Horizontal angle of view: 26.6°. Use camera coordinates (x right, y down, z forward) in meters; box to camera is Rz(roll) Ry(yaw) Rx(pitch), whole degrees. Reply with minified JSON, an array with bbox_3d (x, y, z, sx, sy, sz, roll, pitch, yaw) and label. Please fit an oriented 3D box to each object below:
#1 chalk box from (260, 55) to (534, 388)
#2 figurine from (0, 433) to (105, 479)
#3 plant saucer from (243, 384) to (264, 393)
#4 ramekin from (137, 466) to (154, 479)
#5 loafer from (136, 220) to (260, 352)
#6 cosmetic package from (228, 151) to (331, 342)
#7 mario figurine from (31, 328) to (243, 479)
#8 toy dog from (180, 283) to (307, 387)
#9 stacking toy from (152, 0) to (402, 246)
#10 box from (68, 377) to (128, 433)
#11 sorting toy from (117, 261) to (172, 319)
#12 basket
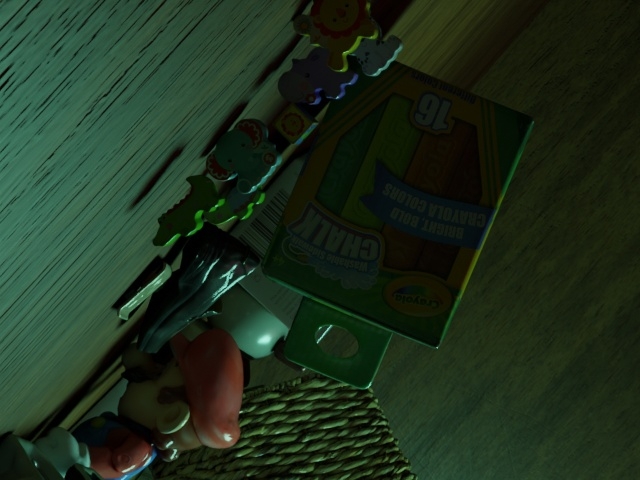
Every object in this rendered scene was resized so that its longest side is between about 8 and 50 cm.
[{"bbox_3d":[0.057,-0.006,1.273,0.179,0.180,0.288,62,50,-87],"label":"chalk box"},{"bbox_3d":[-0.296,0.293,1.230,0.209,0.092,0.215,-44,153,-3],"label":"figurine"},{"bbox_3d":[-0.185,0.252,1.897,0.188,0.045,0.188,-13,175,-22],"label":"plant saucer"},{"bbox_3d":[-0.279,0.388,2.007,0.109,0.207,0.207,-58,176,4],"label":"ramekin"},{"bbox_3d":[-0.118,0.056,1.253,0.170,0.061,0.062,-49,-157,41],"label":"loafer"},{"bbox_3d":[0.000,0.000,1.517,0.151,0.151,0.184,-49,177,16],"label":"cosmetic package"},{"bbox_3d":[-0.226,0.193,1.435,0.320,0.170,0.198,-38,-147,-2],"label":"mario figurine"},{"bbox_3d":[-0.067,0.108,1.822,0.220,0.161,0.334,-50,177,24],"label":"toy dog"},{"bbox_3d":[-0.032,-0.090,0.981,0.221,0.052,0.167,-47,175,10],"label":"stacking toy"},{"bbox_3d":[-0.268,0.268,1.644,0.130,0.091,0.170,-46,176,-38],"label":"box"},{"bbox_3d":[-0.155,0.044,1.196,0.062,0.012,0.083,-46,177,-5],"label":"sorting toy"},{"bbox_3d":[-0.053,0.318,1.758,0.299,0.223,0.213,-11,157,-43],"label":"basket"}]
